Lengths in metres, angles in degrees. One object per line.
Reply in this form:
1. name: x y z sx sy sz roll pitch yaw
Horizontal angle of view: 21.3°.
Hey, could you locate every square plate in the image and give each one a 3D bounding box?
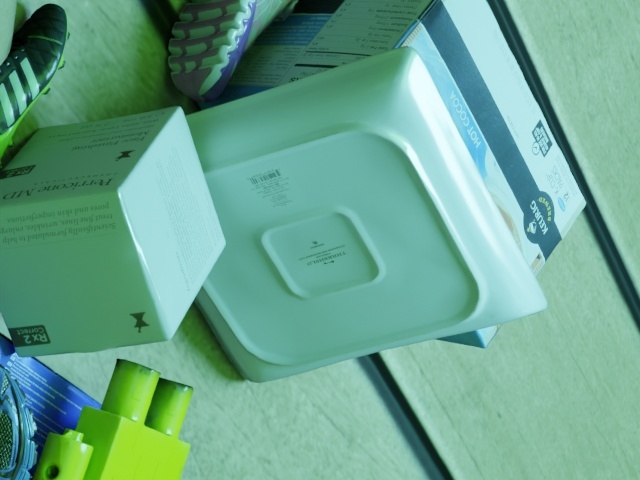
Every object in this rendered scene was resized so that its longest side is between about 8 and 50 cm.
1. square plate: 0.000 0.000 1.658 0.344 0.347 0.049 59 26 -34

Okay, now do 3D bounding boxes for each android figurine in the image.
1. android figurine: -0.196 0.249 1.560 0.272 0.056 0.248 -71 159 -7

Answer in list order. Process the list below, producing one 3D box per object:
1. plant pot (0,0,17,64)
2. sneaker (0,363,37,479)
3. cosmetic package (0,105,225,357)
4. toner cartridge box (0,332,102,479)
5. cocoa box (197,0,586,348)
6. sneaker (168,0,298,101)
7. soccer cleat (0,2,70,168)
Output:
1. plant pot: -0.337 -0.257 1.344 0.256 0.256 0.274 -45 142 -33
2. sneaker: -0.299 0.207 1.438 0.087 0.083 0.221 7 90 -42
3. cosmetic package: -0.196 -0.009 1.527 0.183 0.151 0.151 -65 143 -60
4. toner cartridge box: -0.333 0.153 1.504 0.348 0.075 0.165 44 63 -42
5. cocoa box: 0.079 -0.091 1.794 0.228 0.231 0.347 -53 129 -28
6. sneaker: -0.071 -0.240 1.713 0.104 0.095 0.236 33 71 -44
7. soccer cleat: -0.285 -0.144 1.526 0.072 0.060 0.179 39 70 -41
